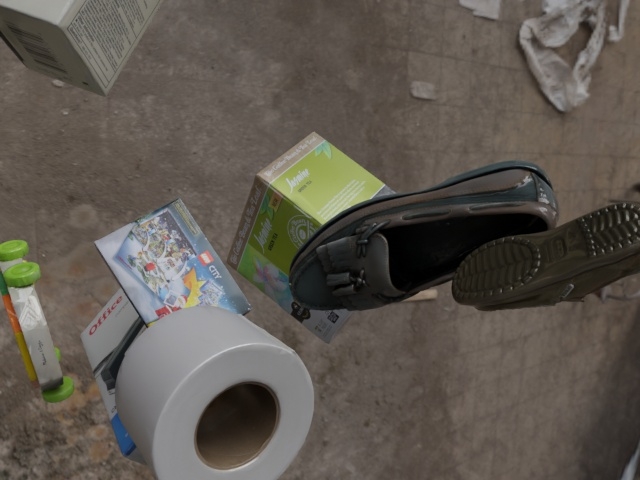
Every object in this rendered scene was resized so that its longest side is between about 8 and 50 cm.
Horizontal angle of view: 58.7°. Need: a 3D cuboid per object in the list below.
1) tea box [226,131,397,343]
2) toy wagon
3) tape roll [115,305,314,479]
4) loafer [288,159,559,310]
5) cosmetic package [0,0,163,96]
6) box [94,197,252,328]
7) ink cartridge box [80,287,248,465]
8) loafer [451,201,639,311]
[{"bbox_3d":[0.000,0.000,1.290,0.220,0.324,0.329,-44,167,-40],"label":"tea box"},{"bbox_3d":[-0.552,0.136,1.075,0.068,0.344,0.267,-18,119,-30],"label":"toy wagon"},{"bbox_3d":[-0.155,0.235,0.833,0.246,0.169,0.245,-10,108,-34],"label":"tape roll"},{"bbox_3d":[0.080,0.006,0.520,0.096,0.268,0.084,59,22,-19],"label":"loafer"},{"bbox_3d":[-0.285,-0.360,0.734,0.153,0.129,0.296,87,26,-70],"label":"cosmetic package"},{"bbox_3d":[-0.245,0.064,0.957,0.159,0.044,0.233,-32,84,-23],"label":"box"},{"bbox_3d":[-0.301,0.221,1.160,0.285,0.395,0.166,-50,131,-2],"label":"ink cartridge box"},{"bbox_3d":[0.163,0.023,0.403,0.050,0.148,0.056,41,47,-29],"label":"loafer"}]
